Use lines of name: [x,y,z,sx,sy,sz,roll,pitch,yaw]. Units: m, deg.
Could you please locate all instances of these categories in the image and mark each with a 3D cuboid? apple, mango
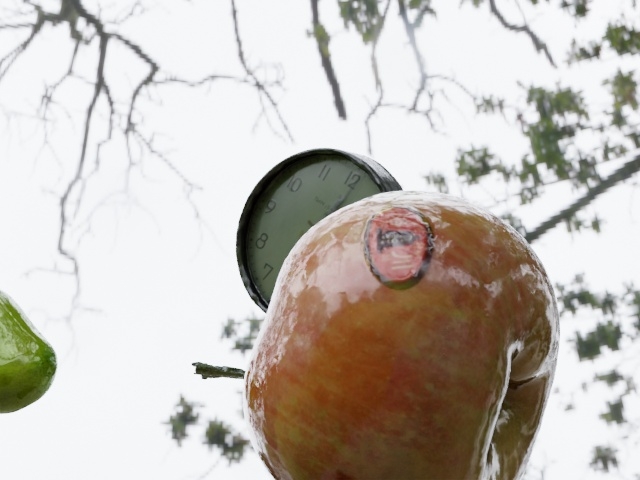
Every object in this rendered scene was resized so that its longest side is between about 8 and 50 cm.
apple: [0.047,0.069,0.691,0.164,0.209,0.209,17,-35,28]
mango: [-0.341,0.110,1.172,0.117,0.163,0.089,-35,-37,-20]

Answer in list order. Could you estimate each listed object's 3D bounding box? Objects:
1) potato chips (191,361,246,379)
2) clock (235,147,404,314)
potato chips: [-0.133,0.242,2.047,0.207,0.028,0.092,12,-12,-16]
clock: [0.000,0.000,1.123,0.184,0.184,0.040,-26,-20,23]
